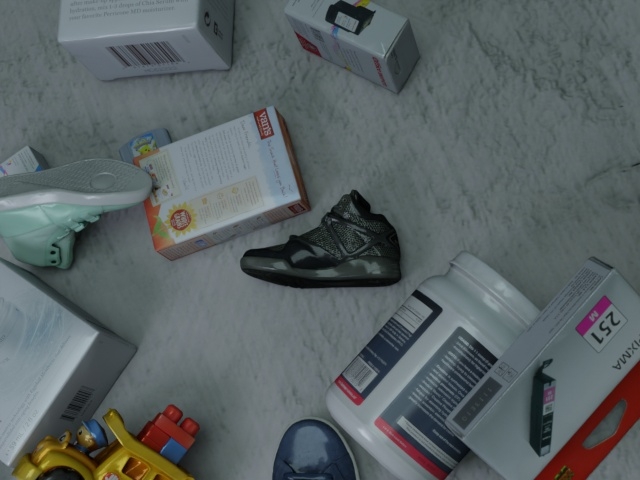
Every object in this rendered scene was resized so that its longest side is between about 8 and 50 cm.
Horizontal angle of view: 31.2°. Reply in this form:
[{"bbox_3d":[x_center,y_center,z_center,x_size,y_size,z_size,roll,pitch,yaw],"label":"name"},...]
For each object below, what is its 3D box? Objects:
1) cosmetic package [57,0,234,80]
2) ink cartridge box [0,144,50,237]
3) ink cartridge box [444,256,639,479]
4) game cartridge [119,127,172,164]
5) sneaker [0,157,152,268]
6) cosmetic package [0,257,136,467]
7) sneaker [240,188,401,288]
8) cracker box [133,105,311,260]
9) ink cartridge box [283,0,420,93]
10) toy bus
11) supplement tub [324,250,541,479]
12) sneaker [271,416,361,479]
[{"bbox_3d":[-0.258,-0.493,1.783,0.230,0.161,0.453,-2,75,14],"label":"cosmetic package"},{"bbox_3d":[-0.475,-0.074,1.783,0.122,0.052,0.088,-35,70,4],"label":"ink cartridge box"},{"bbox_3d":[0.322,0.196,1.415,0.275,0.239,0.060,-48,27,-2],"label":"ink cartridge box"},{"bbox_3d":[-0.269,-0.138,1.767,0.083,0.017,0.056,-25,67,7],"label":"game cartridge"},{"bbox_3d":[-0.360,-0.034,1.709,0.256,0.151,0.094,-5,40,9],"label":"sneaker"},{"bbox_3d":[-0.435,0.178,1.659,0.224,0.138,0.224,31,84,21],"label":"cosmetic package"},{"bbox_3d":[0.000,0.000,1.624,0.227,0.087,0.130,-3,73,11],"label":"sneaker"},{"bbox_3d":[-0.146,-0.083,1.692,0.232,0.067,0.156,-19,71,10],"label":"cracker box"},{"bbox_3d":[0.049,-0.301,1.670,0.175,0.127,0.072,29,81,19],"label":"ink cartridge box"},{"bbox_3d":[-0.273,0.302,1.548,0.220,0.149,0.211,36,80,-11],"label":"toy bus"},{"bbox_3d":[0.156,0.168,1.478,0.191,0.191,0.272,41,88,21],"label":"supplement tub"},{"bbox_3d":[-0.019,0.400,1.483,0.131,0.148,0.350,-5,74,13],"label":"sneaker"}]
